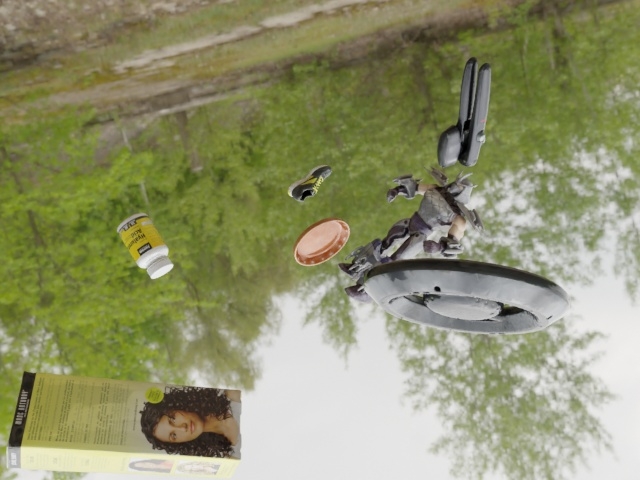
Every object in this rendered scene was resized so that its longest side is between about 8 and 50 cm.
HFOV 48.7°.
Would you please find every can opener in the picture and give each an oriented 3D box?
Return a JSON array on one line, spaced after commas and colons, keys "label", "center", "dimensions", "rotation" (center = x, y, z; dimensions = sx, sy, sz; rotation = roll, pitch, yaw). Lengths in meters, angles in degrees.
[{"label": "can opener", "center": [0.228, -0.188, 1.072], "dimensions": [0.059, 0.186, 0.073], "rotation": [34, -130, 25]}]

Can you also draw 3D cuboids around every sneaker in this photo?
[{"label": "sneaker", "center": [-0.012, -0.092, 1.174], "dimensions": [0.083, 0.031, 0.035], "rotation": [-36, -127, -5]}]

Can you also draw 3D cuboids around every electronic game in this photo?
[{"label": "electronic game", "center": [0.163, 0.063, 0.804], "dimensions": [0.229, 0.048, 0.229], "rotation": [8, 162, 3]}]

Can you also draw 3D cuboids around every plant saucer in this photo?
[{"label": "plant saucer", "center": [0.000, 0.000, 0.941], "dimensions": [0.083, 0.083, 0.013], "rotation": [-18, -127, -26]}]

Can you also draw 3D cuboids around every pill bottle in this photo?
[{"label": "pill bottle", "center": [-0.327, 0.011, 1.332], "dimensions": [0.065, 0.116, 0.065], "rotation": [-34, 170, -7]}]

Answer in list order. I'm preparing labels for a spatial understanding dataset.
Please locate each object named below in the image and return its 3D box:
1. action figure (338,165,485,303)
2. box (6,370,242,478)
[{"label": "action figure", "center": [0.157, -0.013, 1.207], "dimensions": [0.285, 0.099, 0.185], "rotation": [-45, -137, 18]}, {"label": "box", "center": [-0.202, 0.198, 0.751], "dimensions": [0.232, 0.058, 0.087], "rotation": [7, -131, -17]}]
